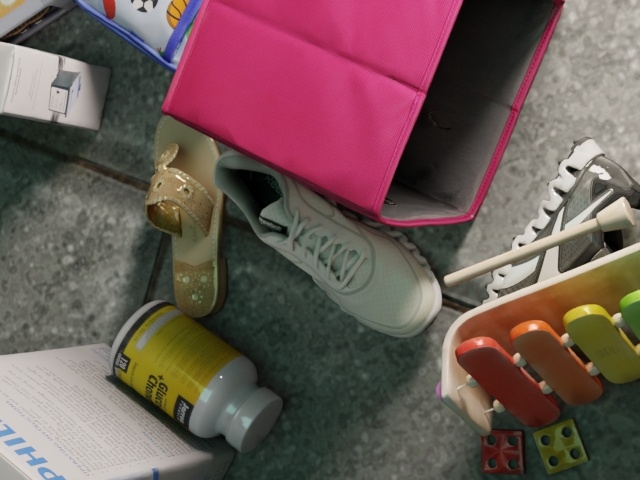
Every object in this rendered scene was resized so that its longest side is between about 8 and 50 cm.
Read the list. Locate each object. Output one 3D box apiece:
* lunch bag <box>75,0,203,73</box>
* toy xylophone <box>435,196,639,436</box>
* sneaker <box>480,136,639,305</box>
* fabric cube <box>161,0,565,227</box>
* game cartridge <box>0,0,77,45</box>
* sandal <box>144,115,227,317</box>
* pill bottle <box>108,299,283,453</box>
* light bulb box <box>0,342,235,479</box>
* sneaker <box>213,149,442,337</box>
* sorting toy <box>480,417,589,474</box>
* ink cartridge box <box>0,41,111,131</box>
[{"bbox_3d":[-0.121,-0.340,1.735,0.243,0.115,0.303,37,107,19],"label":"lunch bag"},{"bbox_3d":[0.247,0.075,1.498,0.323,0.236,0.081,-28,53,24],"label":"toy xylophone"},{"bbox_3d":[0.243,0.020,1.576,0.106,0.078,0.234,35,103,24],"label":"sneaker"},{"bbox_3d":[0.046,-0.182,1.573,0.258,0.254,0.259,26,102,23],"label":"fabric cube"},{"bbox_3d":[-0.412,-0.320,1.906,0.297,0.062,0.198,-28,80,25],"label":"game cartridge"},{"bbox_3d":[-0.158,-0.032,1.772,0.088,0.079,0.240,-10,86,26],"label":"sandal"},{"bbox_3d":[-0.135,0.153,1.748,0.184,0.103,0.103,34,105,19],"label":"pill bottle"},{"bbox_3d":[-0.334,0.324,1.708,0.225,0.361,0.358,35,105,22],"label":"light bulb box"},{"bbox_3d":[0.000,0.000,1.676,0.292,0.118,0.110,40,105,19],"label":"sneaker"},{"bbox_3d":[0.215,0.316,1.611,0.132,0.046,0.274,2,91,26],"label":"sorting toy"},{"bbox_3d":[-0.351,-0.182,1.804,0.140,0.191,0.082,14,95,25],"label":"ink cartridge box"}]
